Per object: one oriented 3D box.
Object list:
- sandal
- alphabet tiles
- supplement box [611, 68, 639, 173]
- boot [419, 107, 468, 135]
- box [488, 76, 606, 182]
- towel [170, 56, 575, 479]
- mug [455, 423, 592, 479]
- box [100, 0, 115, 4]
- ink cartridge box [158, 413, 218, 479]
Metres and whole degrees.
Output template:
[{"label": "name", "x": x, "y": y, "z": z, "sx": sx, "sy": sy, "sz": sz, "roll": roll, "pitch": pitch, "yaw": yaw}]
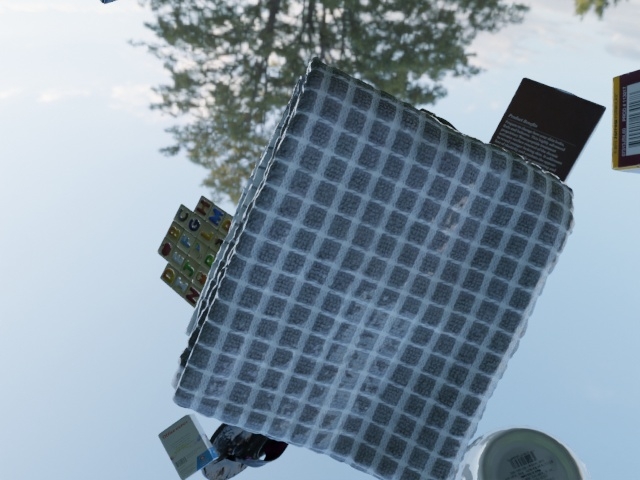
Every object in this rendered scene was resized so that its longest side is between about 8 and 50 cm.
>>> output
[{"label": "sandal", "x": -0.135, "y": 0.548, "z": 1.512, "sx": 0.446, "sy": 0.167, "sz": 0.107, "roll": -16, "pitch": -167, "yaw": -40}, {"label": "alphabet tiles", "x": -0.330, "y": 0.045, "z": 1.500, "sx": 0.343, "sy": 0.285, "sz": 0.011, "roll": 33, "pitch": -171, "yaw": 29}, {"label": "supplement box", "x": 0.411, "y": -0.123, "z": 0.564, "sx": 0.188, "sy": 0.103, "sz": 0.081, "roll": 1, "pitch": 180, "yaw": -25}, {"label": "boot", "x": 0.155, "y": -0.102, "z": 0.831, "sx": 0.106, "sy": 0.082, "sz": 0.219, "roll": 29, "pitch": -98, "yaw": 18}, {"label": "box", "x": 0.469, "y": -0.157, "z": 1.223, "sx": 0.191, "sy": 0.381, "sz": 0.143, "roll": 30, "pitch": -171, "yaw": 21}, {"label": "towel", "x": 0.037, "y": 0.040, "z": 0.410, "sx": 0.235, "sy": 0.283, "sz": 0.121, "roll": 22, "pitch": -175, "yaw": -14}, {"label": "mug", "x": 0.344, "y": 0.519, "z": 1.029, "sx": 0.375, "sy": 0.328, "sz": 0.276, "roll": -9, "pitch": -133, "yaw": 5}, {"label": "box", "x": -0.432, "y": -0.579, "z": 0.938, "sx": 0.232, "sy": 0.183, "sz": 0.059, "roll": 49, "pitch": -125, "yaw": -1}, {"label": "ink cartridge box", "x": -0.312, "y": 0.485, "z": 1.238, "sx": 0.089, "sy": 0.052, "sz": 0.122, "roll": -34, "pitch": -105, "yaw": -4}]
